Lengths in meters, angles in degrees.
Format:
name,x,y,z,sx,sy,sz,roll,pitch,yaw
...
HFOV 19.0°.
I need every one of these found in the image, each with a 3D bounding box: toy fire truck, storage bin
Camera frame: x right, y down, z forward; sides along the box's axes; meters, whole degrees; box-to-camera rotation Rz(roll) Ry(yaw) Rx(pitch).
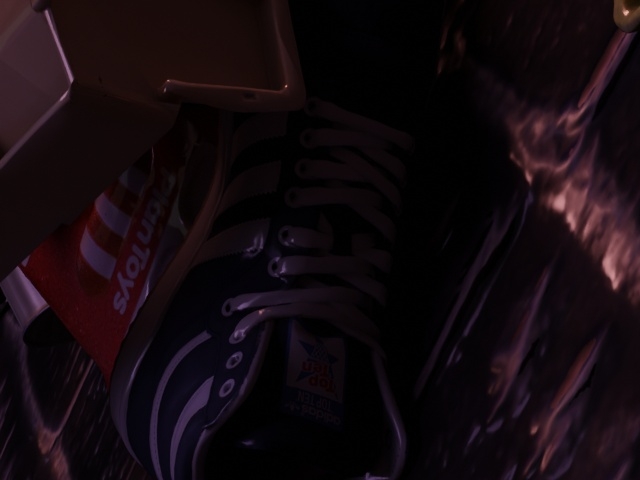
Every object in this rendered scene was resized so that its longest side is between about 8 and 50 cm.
name,x,y,z,sx,sy,sz,roll,pitch,yaw
toy fire truck,-0.075,-0.070,1.020,0.254,0.169,0.302,44,118,42
storage bin,-0.146,-0.091,0.854,0.262,0.123,0.260,-39,49,38

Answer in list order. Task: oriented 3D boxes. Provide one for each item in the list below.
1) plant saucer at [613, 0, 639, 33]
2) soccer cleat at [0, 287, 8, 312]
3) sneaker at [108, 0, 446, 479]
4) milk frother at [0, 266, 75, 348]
name,x,y,z,sx,sy,sz,roll,pitch,yaw
plant saucer,0.161,-0.178,0.595,0.188,0.045,0.188,-45,33,53
soccer cleat,-0.278,0.050,1.615,0.083,0.029,0.035,-55,22,31
sneaker,0.000,0.000,0.808,0.282,0.099,0.153,-67,23,13
milk frother,-0.149,-0.022,1.242,0.143,0.129,0.135,-35,72,16
